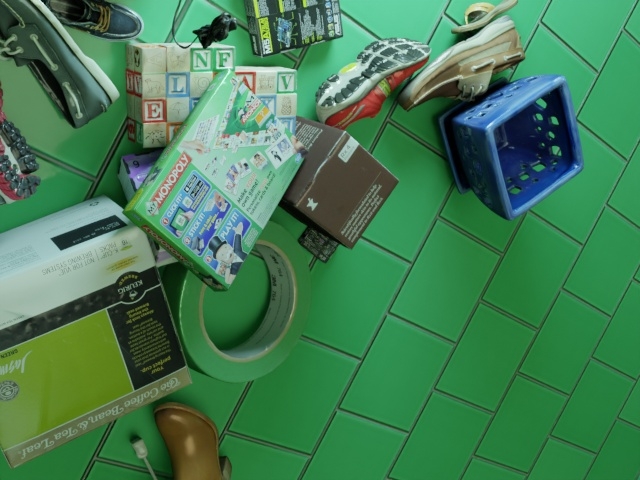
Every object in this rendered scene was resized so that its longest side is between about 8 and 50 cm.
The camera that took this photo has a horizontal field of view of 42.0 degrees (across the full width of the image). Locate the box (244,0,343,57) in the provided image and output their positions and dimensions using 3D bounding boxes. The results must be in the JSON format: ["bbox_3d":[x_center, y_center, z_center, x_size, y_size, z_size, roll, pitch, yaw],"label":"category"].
[{"bbox_3d":[-0.053,-0.453,1.551,0.184,0.045,0.190,-20,117,-22],"label":"box"}]

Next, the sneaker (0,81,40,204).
[{"bbox_3d":[-0.556,-0.190,1.297,0.112,0.121,0.299,-13,108,19],"label":"sneaker"}]

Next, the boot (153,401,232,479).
[{"bbox_3d":[-0.266,0.475,1.636,0.109,0.220,0.283,-7,128,15],"label":"boot"}]

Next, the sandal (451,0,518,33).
[{"bbox_3d":[0.342,-0.485,1.770,0.180,0.072,0.049,-33,105,-20],"label":"sandal"}]

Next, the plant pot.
[{"bbox_3d":[0.399,-0.216,1.807,0.236,0.212,0.236,-33,120,-18],"label":"plant pot"}]

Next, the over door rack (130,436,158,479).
[{"bbox_3d":[-0.403,0.575,1.666,0.239,0.108,0.324,-28,105,-21],"label":"over door rack"}]

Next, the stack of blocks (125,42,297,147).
[{"bbox_3d":[-0.192,-0.266,1.502,0.297,0.087,0.171,-7,110,-29],"label":"stack of blocks"}]

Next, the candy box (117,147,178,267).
[{"bbox_3d":[-0.247,-0.066,1.479,0.165,0.196,0.070,-15,158,-27],"label":"candy box"}]

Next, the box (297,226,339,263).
[{"bbox_3d":[0.000,0.000,1.754,0.083,0.018,0.067,38,85,-35],"label":"box"}]

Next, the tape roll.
[{"bbox_3d":[-0.158,0.111,1.614,0.321,0.077,0.321,-9,104,-43],"label":"tape roll"}]

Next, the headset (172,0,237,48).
[{"bbox_3d":[-0.282,-0.476,1.311,0.243,0.185,0.394,-41,111,-16],"label":"headset"}]

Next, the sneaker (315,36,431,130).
[{"bbox_3d":[0.105,-0.311,1.681,0.279,0.107,0.118,-34,141,-16],"label":"sneaker"}]

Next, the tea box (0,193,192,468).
[{"bbox_3d":[-0.439,0.142,1.412,0.329,0.220,0.323,-23,116,-24],"label":"tea box"}]

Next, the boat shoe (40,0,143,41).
[{"bbox_3d":[-0.368,-0.363,1.363,0.183,0.083,0.065,6,103,-33],"label":"boat shoe"}]

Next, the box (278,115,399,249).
[{"bbox_3d":[0.002,-0.115,1.604,0.167,0.203,0.168,38,86,-35],"label":"box"}]

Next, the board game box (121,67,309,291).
[{"bbox_3d":[-0.165,-0.103,1.406,0.213,0.046,0.317,44,58,-27],"label":"board game box"}]

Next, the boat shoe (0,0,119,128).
[{"bbox_3d":[-0.453,-0.307,1.313,0.099,0.116,0.319,-50,130,-12],"label":"boat shoe"}]

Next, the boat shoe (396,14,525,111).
[{"bbox_3d":[0.304,-0.350,1.738,0.324,0.123,0.116,-34,92,-17],"label":"boat shoe"}]
